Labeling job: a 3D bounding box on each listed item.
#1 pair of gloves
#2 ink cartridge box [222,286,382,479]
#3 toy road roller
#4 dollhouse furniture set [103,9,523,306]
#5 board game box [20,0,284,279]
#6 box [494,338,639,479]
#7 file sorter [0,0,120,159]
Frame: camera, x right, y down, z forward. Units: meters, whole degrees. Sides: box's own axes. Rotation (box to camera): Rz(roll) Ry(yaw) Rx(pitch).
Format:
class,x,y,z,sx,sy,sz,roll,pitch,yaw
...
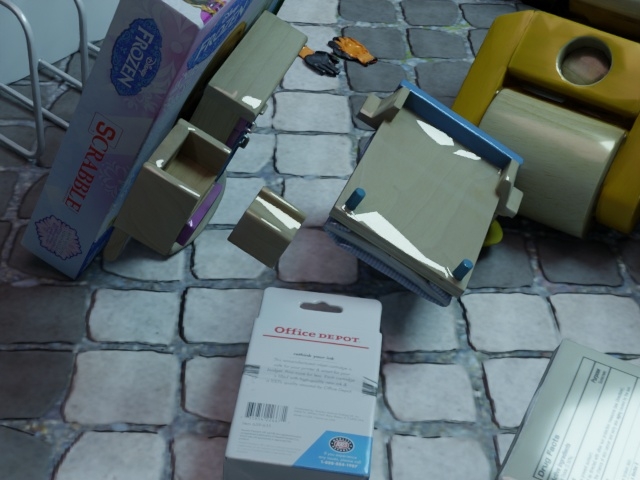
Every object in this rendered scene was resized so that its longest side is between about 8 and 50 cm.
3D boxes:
class,x,y,z,sx,sy,sz,roll,pitch,yaw
pair of gloves,0.019,-0.227,1.255,0.083,0.010,0.074,-25,48,-30
ink cartridge box,-0.009,0.122,0.795,0.104,0.060,0.180,7,40,3
toy road roller,0.288,-0.152,1.088,0.203,0.240,0.329,24,81,21
dollhouse furniture set,0.000,0.000,0.908,0.303,0.198,0.286,32,43,-4
board game box,-0.121,-0.163,0.930,0.066,0.318,0.318,34,44,-3
box,0.237,0.192,0.685,0.232,0.126,0.148,20,43,18
file sorter,-0.263,-0.241,1.106,0.173,0.192,0.278,29,46,23
